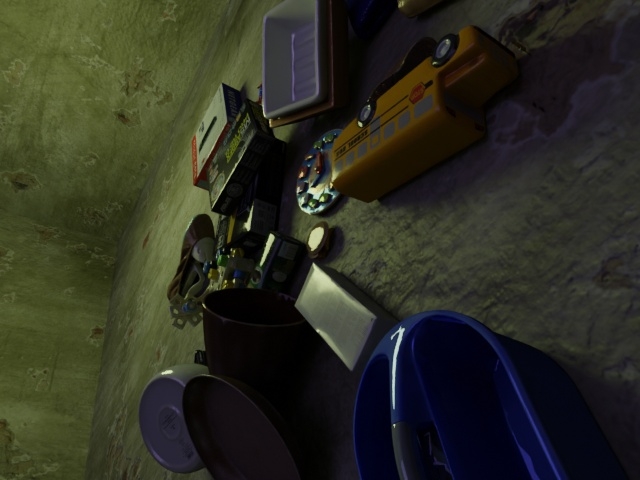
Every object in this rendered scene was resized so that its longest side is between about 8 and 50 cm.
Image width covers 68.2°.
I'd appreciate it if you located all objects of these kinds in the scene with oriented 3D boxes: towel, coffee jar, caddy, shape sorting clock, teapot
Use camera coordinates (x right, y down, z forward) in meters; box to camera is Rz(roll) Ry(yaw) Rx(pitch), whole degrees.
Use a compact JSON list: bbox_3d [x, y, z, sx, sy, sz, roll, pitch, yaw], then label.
[{"bbox_3d":[0.135,-0.639,1.111,0.227,0.076,0.308,-52,35,42],"label":"towel"},{"bbox_3d":[-0.109,0.075,1.091,0.096,0.079,0.184,29,97,58],"label":"coffee jar"},{"bbox_3d":[0.148,0.236,0.477,0.241,0.179,0.341,-50,36,33],"label":"caddy"},{"bbox_3d":[0.005,-0.157,1.073,0.206,0.040,0.206,-35,45,46],"label":"shape sorting clock"},{"bbox_3d":[-0.279,0.393,1.105,0.256,0.187,0.252,-2,90,31],"label":"teapot"}]

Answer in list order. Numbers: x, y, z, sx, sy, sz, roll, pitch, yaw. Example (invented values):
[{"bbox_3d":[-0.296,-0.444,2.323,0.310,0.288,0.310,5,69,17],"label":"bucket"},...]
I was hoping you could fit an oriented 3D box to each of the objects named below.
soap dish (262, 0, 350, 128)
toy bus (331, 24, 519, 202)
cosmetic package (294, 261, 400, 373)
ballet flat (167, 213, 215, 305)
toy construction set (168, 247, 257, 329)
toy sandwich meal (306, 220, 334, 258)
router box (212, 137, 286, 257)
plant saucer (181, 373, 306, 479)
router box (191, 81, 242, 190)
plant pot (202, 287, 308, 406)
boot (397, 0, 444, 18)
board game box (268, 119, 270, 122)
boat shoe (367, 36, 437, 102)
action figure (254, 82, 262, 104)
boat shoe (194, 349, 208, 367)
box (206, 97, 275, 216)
[{"bbox_3d":[-0.034,-0.428,1.127,0.229,0.118,0.290,-4,86,46],"label":"soap dish"},{"bbox_3d":[0.154,-0.189,0.777,0.333,0.108,0.130,-29,50,49],"label":"toy bus"},{"bbox_3d":[0.040,0.129,0.833,0.239,0.061,0.098,38,108,59],"label":"cosmetic package"},{"bbox_3d":[-0.419,0.083,1.587,0.124,0.116,0.342,35,106,38],"label":"ballet flat"},{"bbox_3d":[-0.271,0.136,1.274,0.328,0.151,0.214,-23,54,39],"label":"toy construction set"},{"bbox_3d":[0.000,0.000,1.007,0.085,0.029,0.085,-41,37,40],"label":"toy sandwich meal"},{"bbox_3d":[-0.204,-0.115,1.353,0.243,0.081,0.308,-27,51,50],"label":"router box"},{"bbox_3d":[-0.136,0.371,0.858,0.311,0.050,0.310,17,118,34],"label":"plant saucer"},{"bbox_3d":[-0.404,-0.407,1.848,0.301,0.082,0.335,-53,34,28],"label":"router box"},{"bbox_3d":[-0.141,0.238,0.958,0.215,0.216,0.230,29,112,60],"label":"plant pot"},{"bbox_3d":[0.257,-0.546,0.831,0.269,0.089,0.236,15,86,61],"label":"boot"},{"bbox_3d":[-0.246,-0.304,1.568,0.211,0.039,0.160,-8,65,59],"label":"board game box"},{"bbox_3d":[0.157,-0.304,0.896,0.178,0.064,0.060,-47,7,34],"label":"boat shoe"},{"bbox_3d":[-0.203,-0.533,1.644,0.038,0.030,0.115,15,84,65],"label":"action figure"},{"bbox_3d":[-0.328,0.410,1.267,0.084,0.079,0.233,-5,71,56],"label":"boat shoe"},{"bbox_3d":[-0.231,-0.233,1.322,0.270,0.060,0.216,-54,33,26],"label":"box"}]
